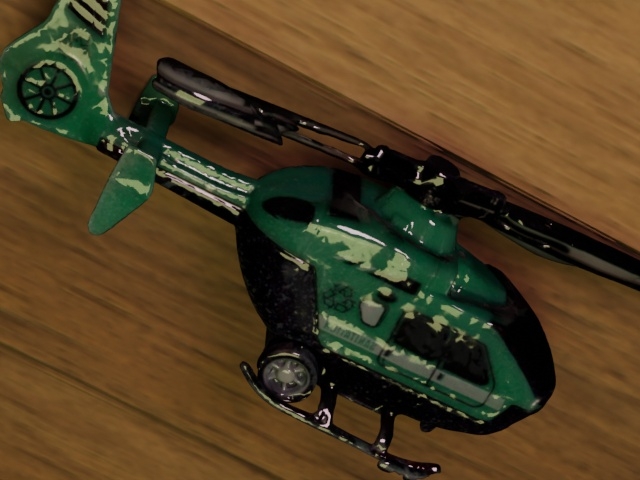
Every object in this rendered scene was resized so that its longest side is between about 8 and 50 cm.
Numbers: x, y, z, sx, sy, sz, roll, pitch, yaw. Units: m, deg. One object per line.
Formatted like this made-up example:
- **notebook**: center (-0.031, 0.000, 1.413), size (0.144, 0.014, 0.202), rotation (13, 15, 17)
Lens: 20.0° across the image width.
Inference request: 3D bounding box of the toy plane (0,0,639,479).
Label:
- **toy plane**: center (0.000, 0.000, 0.960), size (0.382, 0.106, 0.155), rotation (28, 115, -10)
